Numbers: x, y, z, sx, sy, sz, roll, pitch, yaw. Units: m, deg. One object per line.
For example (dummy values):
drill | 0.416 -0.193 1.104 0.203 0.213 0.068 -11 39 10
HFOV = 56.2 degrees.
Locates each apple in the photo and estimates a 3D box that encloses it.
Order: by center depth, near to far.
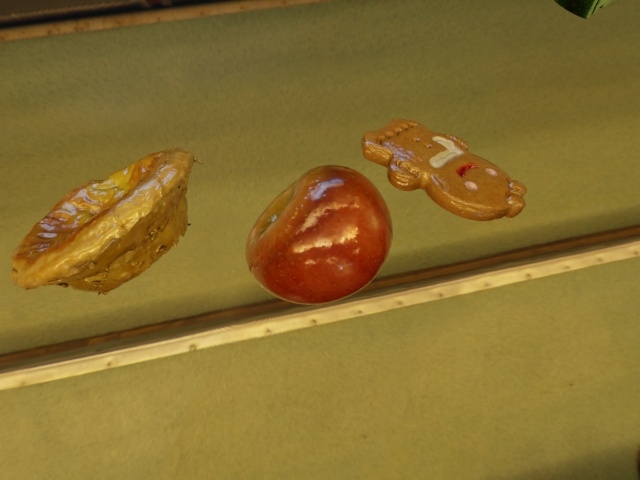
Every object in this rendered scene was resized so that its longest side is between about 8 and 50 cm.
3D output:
apple | 0.000 0.000 0.900 0.173 0.235 0.210 38 66 -19

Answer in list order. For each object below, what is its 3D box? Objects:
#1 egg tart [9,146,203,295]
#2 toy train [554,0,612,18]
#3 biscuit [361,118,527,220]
egg tart | -0.321 -0.021 0.947 0.341 0.341 0.132 -35 116 -8
toy train | 0.305 -0.315 0.596 0.111 0.170 0.071 -37 68 -17
biscuit | 0.181 -0.106 0.873 0.249 0.035 0.184 38 44 24
